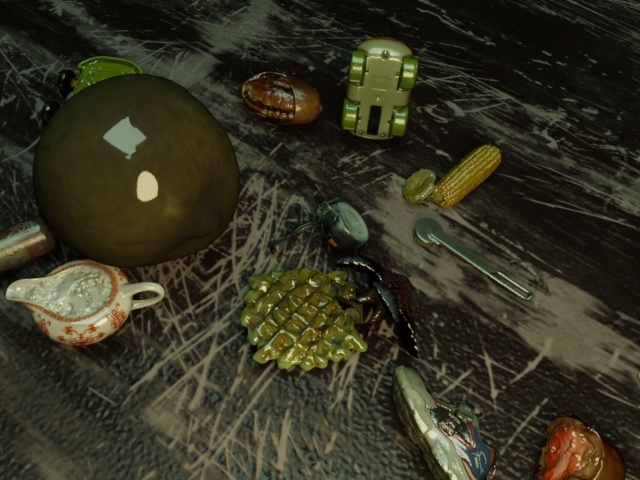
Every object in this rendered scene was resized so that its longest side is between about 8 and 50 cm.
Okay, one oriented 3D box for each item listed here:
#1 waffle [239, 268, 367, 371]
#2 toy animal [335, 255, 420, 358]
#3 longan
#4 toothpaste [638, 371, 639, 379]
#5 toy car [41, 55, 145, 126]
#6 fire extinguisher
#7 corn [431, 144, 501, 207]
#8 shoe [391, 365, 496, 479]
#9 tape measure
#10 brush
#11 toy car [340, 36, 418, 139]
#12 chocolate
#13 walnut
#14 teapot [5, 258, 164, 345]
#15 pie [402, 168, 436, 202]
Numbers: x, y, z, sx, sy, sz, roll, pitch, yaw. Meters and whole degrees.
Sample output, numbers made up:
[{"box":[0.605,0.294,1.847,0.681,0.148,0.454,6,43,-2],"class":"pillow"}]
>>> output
[{"box":[-0.032,0.134,1.072,0.223,0.054,0.204,-2,55,-9],"class":"waffle"},{"box":[0.126,0.096,1.058,0.219,0.116,0.179,51,42,7],"class":"toy animal"},{"box":[-0.308,-0.112,1.048,0.360,0.361,0.361,2,54,-3],"class":"longan"},{"box":[0.694,0.240,1.074,0.255,0.037,0.067,-10,55,-8],"class":"toothpaste"},{"box":[-0.452,-0.258,1.270,0.200,0.142,0.248,12,64,4],"class":"toy car"},{"box":[-0.536,0.013,1.104,0.252,0.075,0.106,-27,55,-24],"class":"fire extinguisher"},{"box":[0.315,-0.141,1.299,0.207,0.068,0.068,-39,65,-23],"class":"corn"},{"box":[0.203,0.285,0.951,0.125,0.099,0.228,-24,64,-12],"class":"shoe"},{"box":[0.000,0.000,1.188,0.179,0.104,0.107,-34,84,11],"class":"tape measure"},{"box":[0.300,0.042,1.193,0.266,0.027,0.062,35,59,15],"class":"brush"},{"box":[0.130,-0.362,1.365,0.145,0.235,0.235,7,53,-1],"class":"toy car"},{"box":[0.385,0.348,0.917,0.127,0.124,0.133,43,91,19],"class":"chocolate"},{"box":[-0.095,-0.326,1.373,0.207,0.116,0.116,22,55,11],"class":"walnut"},{"box":[-0.392,0.103,1.031,0.245,0.116,0.159,-11,43,-10],"class":"teapot"},{"box":[0.209,-0.117,1.278,0.084,0.020,0.085,-29,40,27],"class":"pie"}]
